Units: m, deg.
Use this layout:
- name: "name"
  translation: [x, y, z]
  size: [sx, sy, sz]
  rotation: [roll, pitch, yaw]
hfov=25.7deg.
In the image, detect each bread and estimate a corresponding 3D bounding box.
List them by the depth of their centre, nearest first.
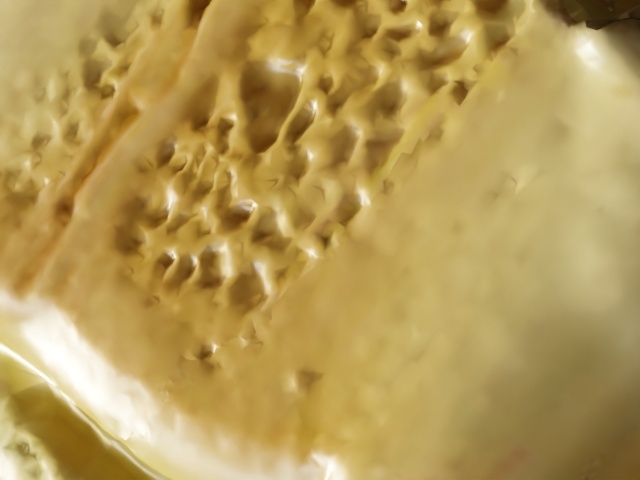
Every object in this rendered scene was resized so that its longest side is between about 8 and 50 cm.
- name: "bread"
  translation: [0.000, 0.000, 0.484]
  size: [0.315, 0.211, 0.270]
  rotation: [41, -81, 26]
